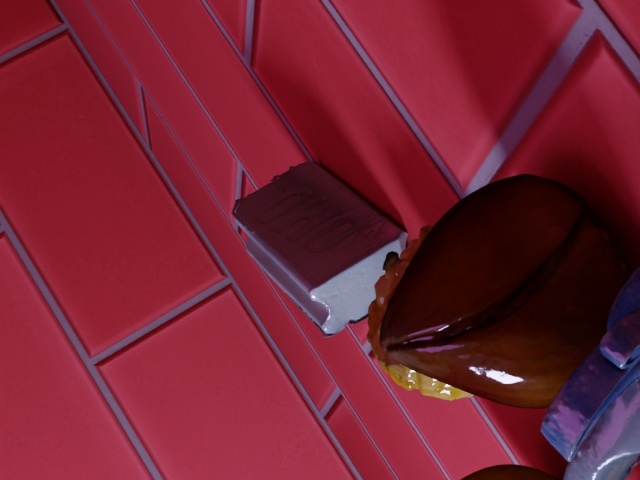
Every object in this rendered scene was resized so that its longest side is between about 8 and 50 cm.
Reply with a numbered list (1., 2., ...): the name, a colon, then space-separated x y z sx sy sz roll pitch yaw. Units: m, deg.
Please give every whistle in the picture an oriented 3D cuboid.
1. whistle: 0.229 0.068 0.740 0.093 0.180 0.269 40 125 28

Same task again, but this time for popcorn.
1. popcorn: 0.128 0.081 1.190 0.170 0.180 0.180 34 -176 -37

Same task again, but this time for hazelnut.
1. hazelnut: 0.146 0.051 0.906 0.208 0.208 0.208 54 166 20

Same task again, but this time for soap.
1. soap: 0.000 0.000 1.444 0.261 0.150 0.094 42 153 50

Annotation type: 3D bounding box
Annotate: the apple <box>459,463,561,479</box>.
1. apple: 0.217 0.374 1.293 0.207 0.237 0.236 -87 -28 -70
